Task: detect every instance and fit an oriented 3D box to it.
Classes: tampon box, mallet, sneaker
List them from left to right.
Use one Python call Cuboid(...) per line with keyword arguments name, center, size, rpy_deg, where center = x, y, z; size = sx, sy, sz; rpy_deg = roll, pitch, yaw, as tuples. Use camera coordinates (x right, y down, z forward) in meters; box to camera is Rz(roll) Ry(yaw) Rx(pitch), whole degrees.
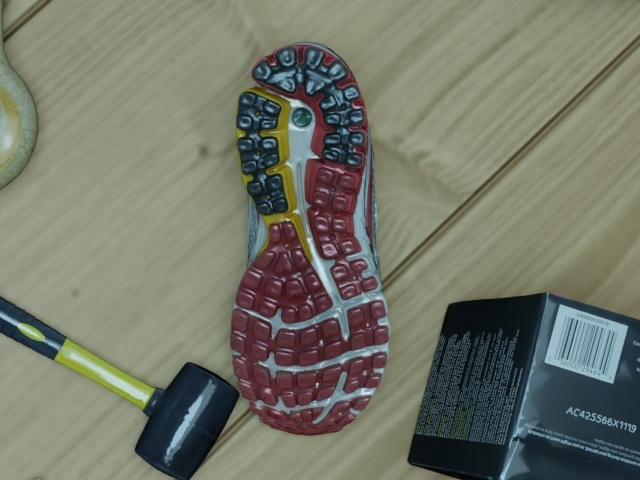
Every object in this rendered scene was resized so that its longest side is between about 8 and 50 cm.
Cuboid(name="mallet", center=(-0.141, 0.071, 1.030), size=(0.190, 0.039, 0.062), rpy_deg=(23, 85, -6))
Cuboid(name="sneaker", center=(0.000, 0.000, 1.038), size=(0.088, 0.093, 0.225), rpy_deg=(4, 104, 5))
Cuboid(name="tampon box", center=(0.136, 0.094, 1.024), size=(0.120, 0.161, 0.101), rpy_deg=(17, 83, -13))

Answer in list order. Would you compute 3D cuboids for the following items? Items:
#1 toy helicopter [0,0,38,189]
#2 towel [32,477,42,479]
Cuboid(name="toy helicopter", center=(-0.184, -0.200, 1.004), size=(0.235, 0.140, 0.355), rpy_deg=(-6, 99, -22))
Cuboid(name="towel", center=(-0.170, 0.214, 1.017), size=(0.148, 0.027, 0.110), rpy_deg=(-43, 98, -12))
